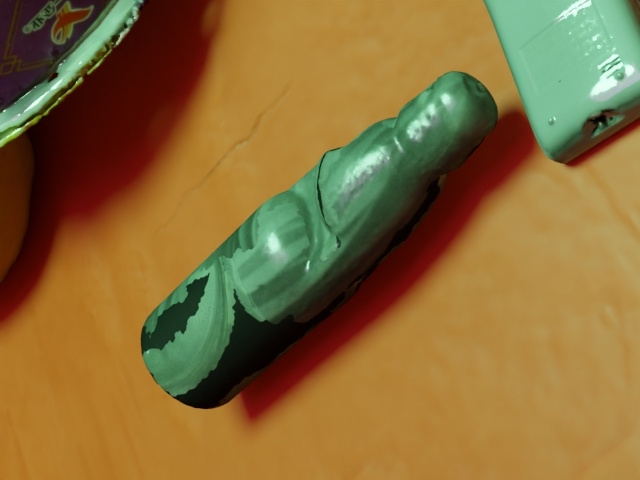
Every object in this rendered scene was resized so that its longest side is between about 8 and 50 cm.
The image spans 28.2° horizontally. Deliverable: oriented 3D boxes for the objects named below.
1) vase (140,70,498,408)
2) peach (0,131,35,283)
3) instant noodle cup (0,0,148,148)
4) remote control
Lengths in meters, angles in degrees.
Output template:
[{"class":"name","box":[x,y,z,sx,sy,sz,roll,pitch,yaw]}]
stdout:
[{"class":"vase","box":[0.000,0.000,0.571,0.211,0.060,0.060,-42,55,32]},{"class":"peach","box":[-0.245,-0.041,0.793,0.179,0.103,0.179,-8,79,45]},{"class":"instant noodle cup","box":[-0.263,-0.228,0.661,0.339,0.266,0.340,-15,57,24]},{"class":"remote control","box":[0.089,-0.115,0.528,0.061,0.029,0.162,-36,59,36]}]
